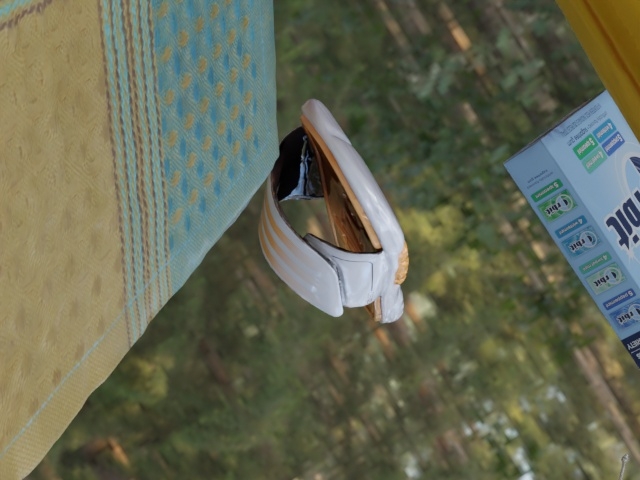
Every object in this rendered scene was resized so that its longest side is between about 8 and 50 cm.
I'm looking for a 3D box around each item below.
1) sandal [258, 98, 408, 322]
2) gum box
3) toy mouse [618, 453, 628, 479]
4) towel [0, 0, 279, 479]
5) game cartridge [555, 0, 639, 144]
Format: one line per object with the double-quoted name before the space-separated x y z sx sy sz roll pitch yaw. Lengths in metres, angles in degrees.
"sandal" 0.005 0.009 0.888 0.076 0.102 0.265 -28 156 -6
"gum box" 0.233 -0.014 1.051 0.041 0.184 0.157 -34 180 35
"toy mouse" 0.228 0.258 1.053 0.161 0.031 0.143 -40 -148 -9
"towel" -0.085 -0.069 0.367 0.040 0.272 0.370 7 -152 14
"game cartridge" 0.203 -0.107 0.354 0.285 0.324 0.053 -28 164 1
